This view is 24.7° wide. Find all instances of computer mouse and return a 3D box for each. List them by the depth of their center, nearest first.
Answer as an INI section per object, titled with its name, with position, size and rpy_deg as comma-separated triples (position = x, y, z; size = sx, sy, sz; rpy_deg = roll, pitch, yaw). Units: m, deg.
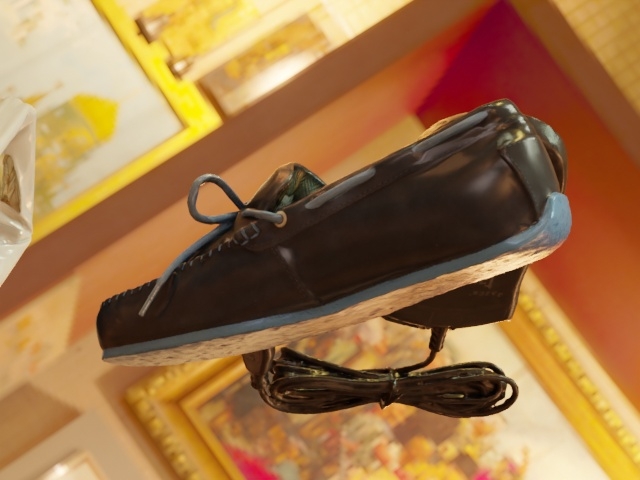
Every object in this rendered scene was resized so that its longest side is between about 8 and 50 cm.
[computer mouse]
position = 0.041, 0.010, 0.881
size = 0.262, 0.184, 0.060
rpy_deg = 94, -7, -45

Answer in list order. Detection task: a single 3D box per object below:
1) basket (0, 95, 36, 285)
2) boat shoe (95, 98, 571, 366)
[basket]
position = -0.249, -0.012, 0.888
size = 0.103, 0.167, 0.113
rpy_deg = 13, -55, 5
[boat shoe]
position = 0.000, 0.000, 0.760
size = 0.109, 0.258, 0.089
rpy_deg = 22, 51, -73
